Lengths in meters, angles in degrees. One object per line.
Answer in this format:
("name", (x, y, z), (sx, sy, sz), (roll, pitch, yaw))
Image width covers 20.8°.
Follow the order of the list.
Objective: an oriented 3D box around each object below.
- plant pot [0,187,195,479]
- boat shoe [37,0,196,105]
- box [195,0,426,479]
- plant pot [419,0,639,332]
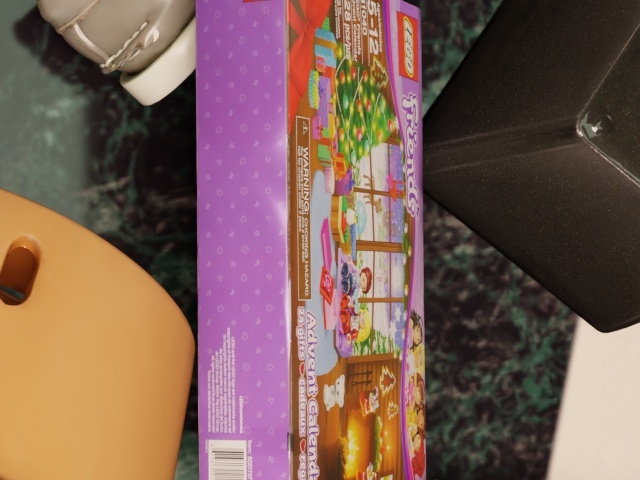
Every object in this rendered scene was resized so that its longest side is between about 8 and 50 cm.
("plant pot", (-0.193, 0.101, 0.868), (0.291, 0.291, 0.203), (30, 62, -15))
("boat shoe", (-0.046, -0.225, 1.008), (0.091, 0.109, 0.305), (37, 80, -19))
("box", (0.000, 0.000, 0.971), (0.057, 0.201, 0.293), (-1, 88, 23))
("plant pot", (0.193, -0.068, 1.051), (0.188, 0.167, 0.187), (38, 77, -14))
